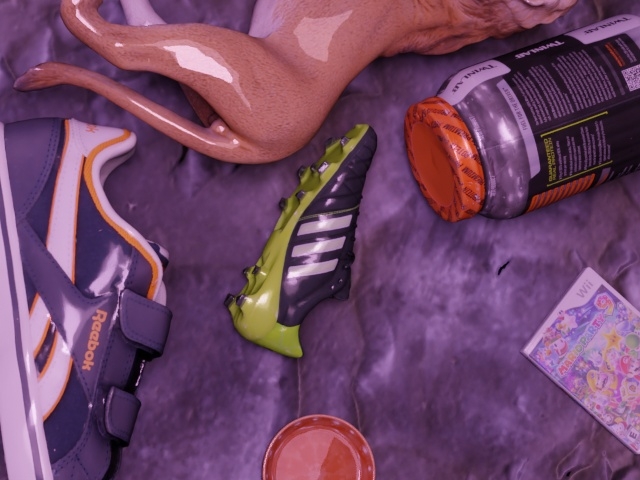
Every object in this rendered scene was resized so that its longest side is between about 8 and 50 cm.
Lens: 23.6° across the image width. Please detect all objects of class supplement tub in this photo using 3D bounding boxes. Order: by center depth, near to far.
[{"bbox_3d":[0.165,-0.087,1.128,0.190,0.117,0.117,-20,88,-17],"label":"supplement tub"}]

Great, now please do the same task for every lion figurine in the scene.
[{"bbox_3d":[0.001,-0.161,1.089,0.392,0.142,0.240,-44,92,-11],"label":"lion figurine"}]

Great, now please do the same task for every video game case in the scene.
[{"bbox_3d":[0.223,0.092,1.174,0.122,0.011,0.087,41,75,-6],"label":"video game case"}]

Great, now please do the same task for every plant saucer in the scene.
[{"bbox_3d":[-0.002,0.167,1.104,0.084,0.013,0.083,2,82,-13],"label":"plant saucer"}]

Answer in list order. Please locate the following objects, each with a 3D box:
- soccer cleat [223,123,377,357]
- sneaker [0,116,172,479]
[{"bbox_3d":[0.000,0.000,1.109,0.072,0.060,0.179,33,82,-18],"label":"soccer cleat"},{"bbox_3d":[-0.157,0.070,1.019,0.128,0.126,0.321,-7,83,-10],"label":"sneaker"}]
